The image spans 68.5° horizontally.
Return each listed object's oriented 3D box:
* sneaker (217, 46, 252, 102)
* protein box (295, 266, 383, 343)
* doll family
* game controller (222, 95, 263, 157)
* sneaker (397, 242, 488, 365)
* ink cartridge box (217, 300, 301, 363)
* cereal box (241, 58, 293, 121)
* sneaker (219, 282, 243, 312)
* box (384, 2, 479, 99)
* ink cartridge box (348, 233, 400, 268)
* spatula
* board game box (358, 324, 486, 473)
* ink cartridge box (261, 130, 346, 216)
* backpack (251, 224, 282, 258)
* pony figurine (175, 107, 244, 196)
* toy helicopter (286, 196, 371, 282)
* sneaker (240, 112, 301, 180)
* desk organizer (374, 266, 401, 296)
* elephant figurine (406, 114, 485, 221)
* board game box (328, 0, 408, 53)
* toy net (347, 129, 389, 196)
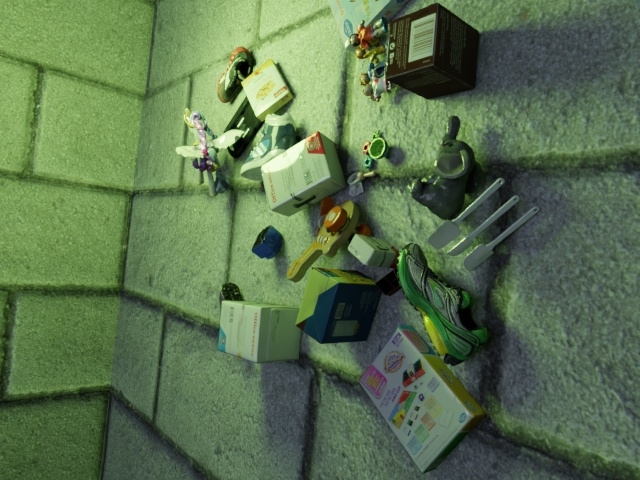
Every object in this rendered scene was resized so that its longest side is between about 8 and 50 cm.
[{"bbox_3d":[-0.400,-0.760,2.204,0.276,0.098,0.135,-57,46,24],"label":"sneaker"},{"bbox_3d":[0.061,0.203,1.476,0.136,0.201,0.199,26,104,47],"label":"protein box"},{"bbox_3d":[0.186,-0.583,1.538,0.163,0.118,0.263,-12,94,40],"label":"doll family"},{"bbox_3d":[-0.349,-0.529,2.157,0.319,0.067,0.166,-46,68,35],"label":"game controller"},{"bbox_3d":[0.328,0.148,1.261,0.146,0.134,0.343,-41,65,29],"label":"sneaker"},{"bbox_3d":[-0.231,0.339,1.785,0.270,0.197,0.198,0,84,48],"label":"ink cartridge box"},{"bbox_3d":[-0.230,-0.641,1.997,0.173,0.047,0.240,-34,57,14],"label":"cereal box"},{"bbox_3d":[-0.376,0.332,2.043,0.124,0.107,0.283,-58,42,46],"label":"sneaker"},{"bbox_3d":[0.308,-0.513,1.301,0.167,0.203,0.168,2,86,49],"label":"box"},{"bbox_3d":[0.167,0.034,1.431,0.099,0.135,0.056,44,116,42],"label":"ink cartridge box"},{"bbox_3d":[0.405,-0.036,1.174,0.242,0.168,0.019,-47,16,29],"label":"spatula"},{"bbox_3d":[0.268,0.434,1.315,0.316,0.064,0.242,52,121,39],"label":"board game box"},{"bbox_3d":[-0.066,-0.234,1.700,0.273,0.114,0.197,-25,65,26],"label":"ink cartridge box"},{"bbox_3d":[-0.209,0.008,1.886,0.098,0.101,0.120,-29,32,38],"label":"backpack"},{"bbox_3d":[-0.515,-0.393,2.132,0.351,0.303,0.363,38,143,47],"label":"pony figurine"},{"bbox_3d":[0.000,0.000,1.615,0.355,0.140,0.235,-48,29,19],"label":"toy helicopter"},{"bbox_3d":[-0.210,-0.396,1.937,0.323,0.130,0.236,-17,62,50],"label":"sneaker"},{"bbox_3d":[0.229,0.117,1.415,0.130,0.050,0.047,-43,55,36],"label":"desk organizer"},{"bbox_3d":[0.353,-0.187,1.247,0.186,0.169,0.239,37,106,1],"label":"elephant figurine"},{"bbox_3d":[0.168,-0.872,1.611,0.318,0.066,0.318,-35,60,40],"label":"board game box"},{"bbox_3d":[0.142,-0.252,1.568,0.232,0.045,0.122,-55,49,28],"label":"toy net"}]
